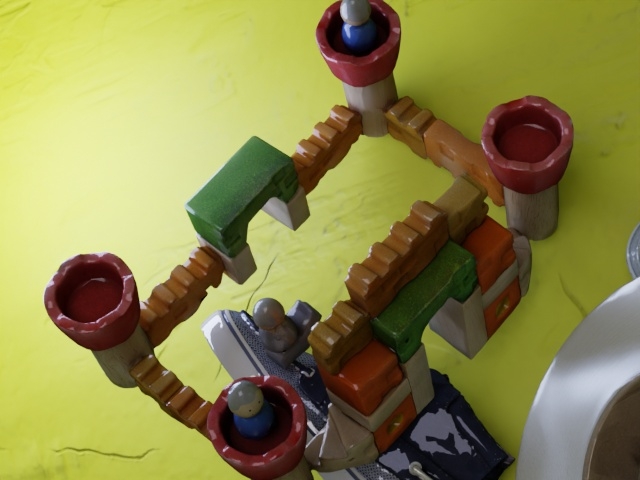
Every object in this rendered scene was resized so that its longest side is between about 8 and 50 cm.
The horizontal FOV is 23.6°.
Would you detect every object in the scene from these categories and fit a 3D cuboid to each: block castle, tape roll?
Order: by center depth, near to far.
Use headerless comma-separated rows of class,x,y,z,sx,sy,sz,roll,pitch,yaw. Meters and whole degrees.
tape roll,0.322,0.208,1.308,0.392,0.072,0.392,-26,55,45
block castle,0.000,0.000,1.430,0.303,0.213,0.453,35,70,27

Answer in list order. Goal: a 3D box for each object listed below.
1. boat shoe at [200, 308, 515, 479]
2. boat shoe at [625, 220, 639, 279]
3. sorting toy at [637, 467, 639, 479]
boat shoe,0.041,0.158,1.522,0.158,0.127,0.340,-44,73,1
boat shoe,0.417,-0.056,1.401,0.320,0.103,0.118,-31,69,15
sorting toy,0.370,0.246,1.395,0.208,0.038,0.193,12,84,25
